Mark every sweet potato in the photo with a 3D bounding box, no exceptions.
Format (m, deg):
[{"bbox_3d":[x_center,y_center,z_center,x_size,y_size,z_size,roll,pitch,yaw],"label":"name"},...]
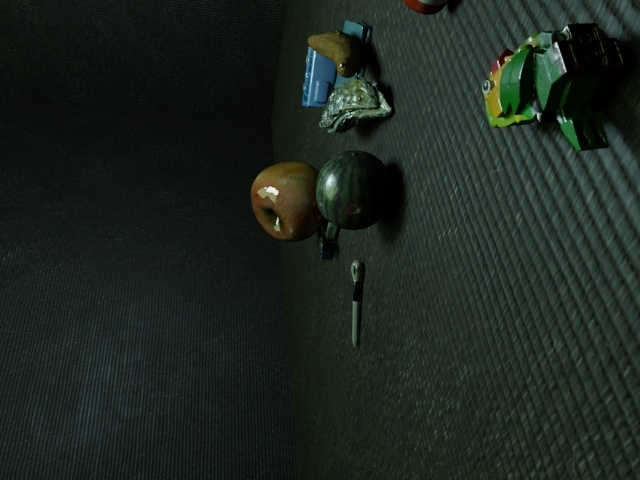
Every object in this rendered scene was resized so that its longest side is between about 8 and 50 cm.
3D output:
[{"bbox_3d":[0.054,-0.594,1.288,0.341,0.114,0.092,-117,6,-46],"label":"sweet potato"}]

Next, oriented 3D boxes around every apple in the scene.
[{"bbox_3d":[-0.104,-0.165,1.710,0.339,0.305,0.338,30,144,25],"label":"apple"}]

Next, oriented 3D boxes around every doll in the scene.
[{"bbox_3d":[0.277,-0.188,0.523,0.186,0.107,0.134,-128,29,-69],"label":"doll"}]

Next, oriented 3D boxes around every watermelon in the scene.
[{"bbox_3d":[0.090,-0.134,1.106,0.212,0.213,0.211,180,90,-77],"label":"watermelon"}]

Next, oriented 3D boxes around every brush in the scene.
[{"bbox_3d":[0.115,0.208,1.348,0.042,0.039,0.298,-150,60,-74],"label":"brush"}]

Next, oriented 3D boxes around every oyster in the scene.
[{"bbox_3d":[0.095,-0.395,1.235,0.351,0.158,0.162,-150,62,-61],"label":"oyster"}]

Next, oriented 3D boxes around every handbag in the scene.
[{"bbox_3d":[0.110,-0.592,1.365,0.144,0.057,0.220,-119,33,-51],"label":"handbag"}]

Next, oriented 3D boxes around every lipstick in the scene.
[{"bbox_3d":[0.045,-0.050,1.615,0.051,0.051,0.311,-95,14,-46],"label":"lipstick"}]

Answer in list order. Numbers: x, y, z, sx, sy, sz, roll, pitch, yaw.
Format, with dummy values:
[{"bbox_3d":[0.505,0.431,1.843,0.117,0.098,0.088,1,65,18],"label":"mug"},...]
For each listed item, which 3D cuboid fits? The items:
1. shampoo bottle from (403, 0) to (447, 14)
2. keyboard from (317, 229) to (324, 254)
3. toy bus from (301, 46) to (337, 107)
[{"bbox_3d":[0.234,-0.532,0.710,0.278,0.105,0.104,129,139,-70],"label":"shampoo bottle"},{"bbox_3d":[0.000,0.000,1.670,0.198,0.010,0.063,-108,24,-75],"label":"keyboard"},{"bbox_3d":[-0.003,-0.654,1.693,0.133,0.116,0.233,-121,35,-59],"label":"toy bus"}]
